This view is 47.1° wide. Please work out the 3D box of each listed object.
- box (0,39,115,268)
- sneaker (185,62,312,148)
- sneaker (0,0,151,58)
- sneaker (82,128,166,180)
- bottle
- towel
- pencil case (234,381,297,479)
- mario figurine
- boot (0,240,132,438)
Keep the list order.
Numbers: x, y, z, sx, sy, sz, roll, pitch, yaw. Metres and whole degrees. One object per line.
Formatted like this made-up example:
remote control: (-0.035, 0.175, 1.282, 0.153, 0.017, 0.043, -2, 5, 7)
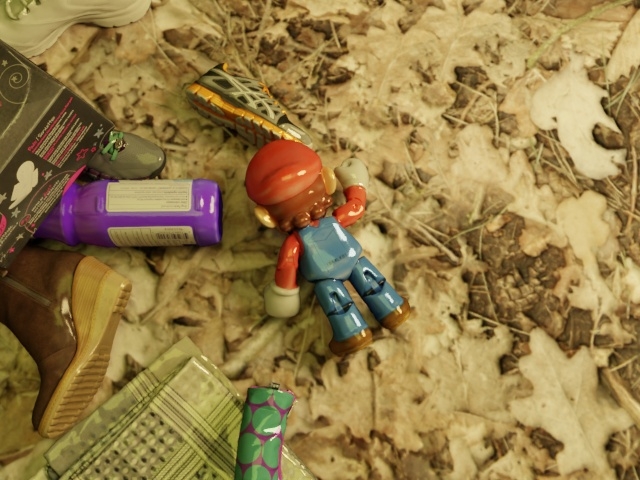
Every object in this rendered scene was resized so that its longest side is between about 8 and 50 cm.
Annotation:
box: (-0.424, -0.116, 0.947, 0.163, 0.142, 0.247, 35, 86, 15)
sneaker: (-0.100, -0.202, 1.124, 0.215, 0.084, 0.083, 31, 70, 6)
sneaker: (-0.412, -0.373, 1.123, 0.297, 0.129, 0.111, -24, 80, -9)
sneaker: (-0.343, -0.142, 1.078, 0.223, 0.098, 0.083, 11, 74, -1)
bottle: (-0.283, -0.038, 1.044, 0.283, 0.118, 0.092, -1, 77, -2)
towel: (-0.195, 0.339, 0.979, 0.312, 0.056, 0.324, -43, 81, -14)
pencil case: (-0.072, 0.266, 0.964, 0.070, 0.064, 0.152, 5, 71, 7)
mario figurine: (0.000, 0.000, 1.076, 0.198, 0.170, 0.320, -28, 88, -48)
boot: (-0.395, 0.127, 1.023, 0.207, 0.090, 0.248, 17, 75, 13)
